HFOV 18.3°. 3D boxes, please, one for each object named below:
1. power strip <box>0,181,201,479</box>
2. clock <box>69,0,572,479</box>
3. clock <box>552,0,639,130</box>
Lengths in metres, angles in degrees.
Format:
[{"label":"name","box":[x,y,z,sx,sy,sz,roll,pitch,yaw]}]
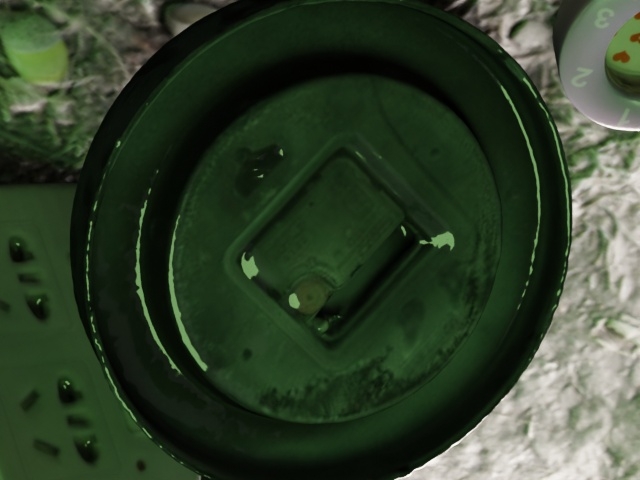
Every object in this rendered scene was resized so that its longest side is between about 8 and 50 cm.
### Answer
[{"label":"power strip","box":[-0.167,0.087,1.298,0.141,0.229,0.261,-31,163,38]},{"label":"clock","box":[0.001,0.000,1.217,0.318,0.066,0.319,-7,109,-21]},{"label":"clock","box":[0.246,-0.139,1.203,0.198,0.064,0.172,10,132,-12]}]
